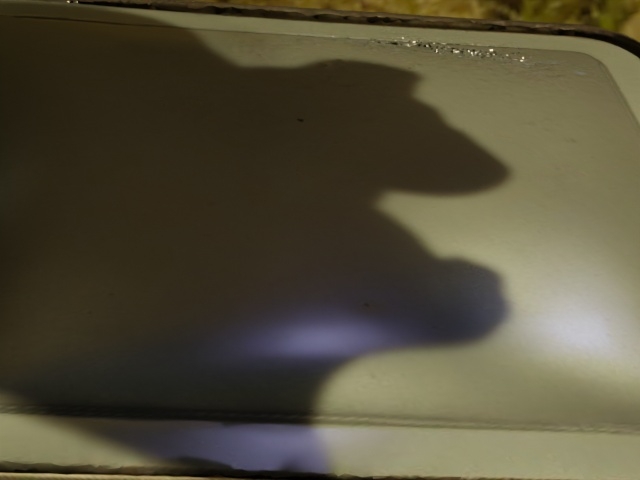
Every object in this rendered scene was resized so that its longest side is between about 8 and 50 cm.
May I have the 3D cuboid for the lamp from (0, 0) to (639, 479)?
[{"bbox_3d":[0.000,0.000,0.520,0.266,0.269,0.047,4,120,-10],"label":"lamp"}]
